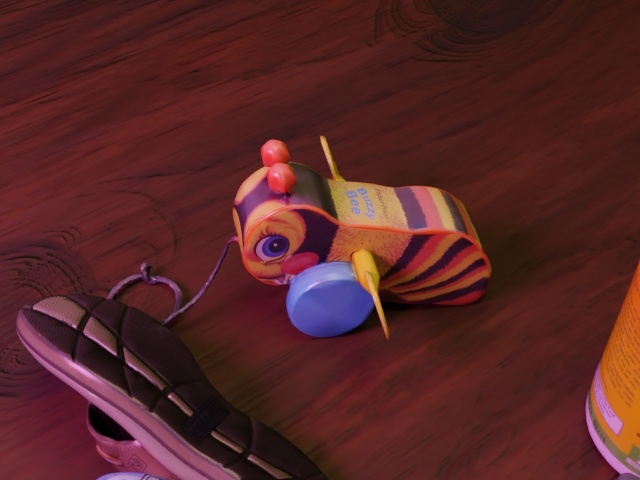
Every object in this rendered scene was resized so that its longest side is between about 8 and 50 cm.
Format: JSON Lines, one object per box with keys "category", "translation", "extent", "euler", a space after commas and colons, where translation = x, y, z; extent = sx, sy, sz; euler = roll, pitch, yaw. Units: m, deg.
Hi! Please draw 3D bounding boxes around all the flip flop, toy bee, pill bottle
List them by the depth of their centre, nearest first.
{"category": "flip flop", "translation": [-0.106, 0.134, 0.839], "extent": [0.277, 0.080, 0.112], "euler": [37, 22, 8]}
{"category": "pill bottle", "translation": [0.280, 0.060, 0.847], "extent": [0.136, 0.246, 0.136], "euler": [4, 44, -4]}
{"category": "toy bee", "translation": [0.000, 0.000, 0.932], "extent": [0.298, 0.162, 0.195], "euler": [-21, 53, -27]}

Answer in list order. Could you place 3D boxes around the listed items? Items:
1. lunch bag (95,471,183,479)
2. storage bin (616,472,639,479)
{"category": "lunch bag", "translation": [-0.100, 0.253, 0.710], "extent": [0.176, 0.090, 0.219], "euler": [24, 47, 12]}
{"category": "storage bin", "translation": [0.194, 0.219, 0.760], "extent": [0.098, 0.135, 0.091], "euler": [24, 37, 16]}
